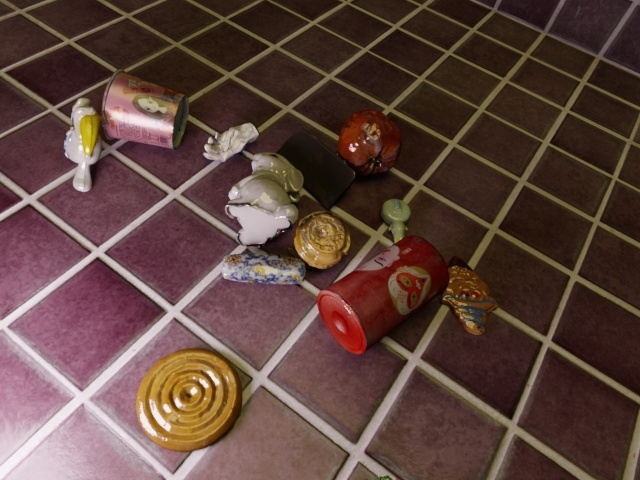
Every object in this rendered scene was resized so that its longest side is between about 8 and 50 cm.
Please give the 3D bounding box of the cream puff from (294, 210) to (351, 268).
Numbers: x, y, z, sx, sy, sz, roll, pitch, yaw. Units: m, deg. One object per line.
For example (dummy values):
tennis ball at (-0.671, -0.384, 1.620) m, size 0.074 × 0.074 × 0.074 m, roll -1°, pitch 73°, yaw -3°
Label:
cream puff at (0.000, 0.000, 1.457) m, size 0.189 × 0.129 × 0.189 m, roll 7°, pitch 60°, yaw -12°

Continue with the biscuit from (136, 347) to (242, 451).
biscuit at (-0.323, 0.387, 1.173) m, size 0.261 × 0.037 × 0.262 m, roll 5°, pitch 52°, yaw -6°

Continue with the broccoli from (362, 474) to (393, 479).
broccoli at (0.144, 0.613, 1.021) m, size 0.195 × 0.156 × 0.196 m, roll 16°, pitch 63°, yaw -35°

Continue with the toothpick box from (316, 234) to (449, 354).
toothpick box at (0.179, 0.147, 1.335) m, size 0.333 × 0.204 × 0.204 m, roll -30°, pitch 64°, yaw -28°

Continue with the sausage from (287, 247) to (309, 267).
sausage at (-0.069, 0.054, 1.476) m, size 0.100 × 0.015 × 0.015 m, roll 42°, pitch 58°, yaw 19°

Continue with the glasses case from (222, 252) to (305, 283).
glasses case at (-0.168, 0.084, 1.405) m, size 0.247 × 0.065 × 0.087 m, roll 2°, pitch 50°, yaw -8°

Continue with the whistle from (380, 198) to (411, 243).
whistle at (0.260, -0.060, 1.591) m, size 0.104 × 0.057 × 0.198 m, roll 4°, pitch 52°, yaw -6°

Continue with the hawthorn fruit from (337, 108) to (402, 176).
hawthorn fruit at (0.168, -0.374, 1.699) m, size 0.241 × 0.242 × 0.272 m, roll -3°, pitch 55°, yaw -12°

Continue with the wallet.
wallet at (-0.020, -0.260, 1.662) m, size 0.165 × 0.042 × 0.309 m, roll -47°, pitch 67°, yaw 2°

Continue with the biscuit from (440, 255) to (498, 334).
biscuit at (0.460, 0.163, 1.478) m, size 0.183 × 0.043 × 0.280 m, roll 4°, pitch 56°, yaw -11°

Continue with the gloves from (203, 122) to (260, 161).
gloves at (-0.319, -0.347, 1.680) m, size 0.229 × 0.097 × 0.119 m, roll -30°, pitch 59°, yaw -33°

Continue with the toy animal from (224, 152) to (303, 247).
toy animal at (-0.160, -0.155, 1.522) m, size 0.257 × 0.194 × 0.357 m, roll 10°, pitch 44°, yaw 10°

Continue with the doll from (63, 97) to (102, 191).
doll at (-0.761, -0.320, 1.511) m, size 0.111 × 0.252 × 0.237 m, roll 1°, pitch 41°, yaw -39°

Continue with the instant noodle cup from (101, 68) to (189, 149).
instant noodle cup at (-0.593, -0.436, 1.619) m, size 0.231 × 0.243 × 0.243 m, roll 14°, pitch 53°, yaw -7°
